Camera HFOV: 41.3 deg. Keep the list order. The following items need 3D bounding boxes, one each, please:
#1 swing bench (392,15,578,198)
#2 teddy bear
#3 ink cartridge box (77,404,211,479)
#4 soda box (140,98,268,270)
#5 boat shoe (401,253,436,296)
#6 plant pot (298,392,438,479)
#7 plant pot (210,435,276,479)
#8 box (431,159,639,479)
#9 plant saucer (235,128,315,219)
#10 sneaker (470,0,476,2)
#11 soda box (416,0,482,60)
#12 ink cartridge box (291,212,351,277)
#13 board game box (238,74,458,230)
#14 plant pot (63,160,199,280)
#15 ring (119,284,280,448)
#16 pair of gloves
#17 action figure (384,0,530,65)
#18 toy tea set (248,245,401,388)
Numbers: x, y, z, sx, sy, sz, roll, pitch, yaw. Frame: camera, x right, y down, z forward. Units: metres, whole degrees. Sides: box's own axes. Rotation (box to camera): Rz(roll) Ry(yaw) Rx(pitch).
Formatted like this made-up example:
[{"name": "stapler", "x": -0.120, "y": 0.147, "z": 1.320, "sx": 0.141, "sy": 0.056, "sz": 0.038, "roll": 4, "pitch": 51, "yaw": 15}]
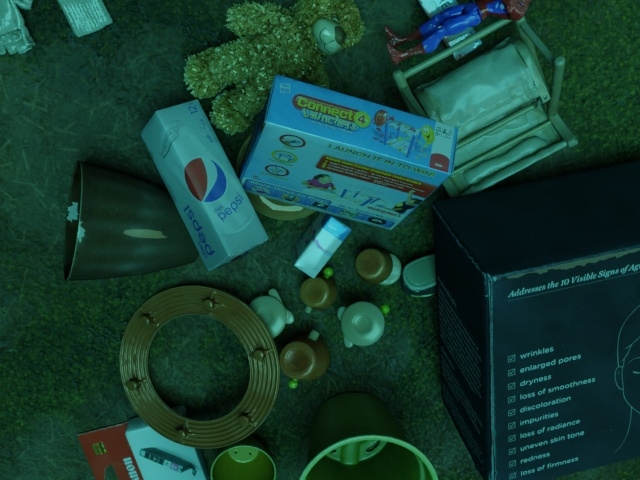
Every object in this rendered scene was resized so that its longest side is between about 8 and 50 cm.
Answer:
[{"name": "swing bench", "x": 0.299, "y": -0.233, "z": 1.523, "sx": 0.253, "sy": 0.165, "sz": 0.254, "roll": -28, "pitch": 145, "yaw": 4}, {"name": "teddy bear", "x": -0.077, "y": -0.320, "z": 1.502, "sx": 0.338, "sy": 0.113, "sz": 0.245, "roll": -16, "pitch": 113, "yaw": 1}, {"name": "ink cartridge box", "x": -0.363, "y": 0.504, "z": 1.805, "sx": 0.239, "sy": 0.060, "sz": 0.275, "roll": -16, "pitch": 111, "yaw": 0}, {"name": "soda box", "x": -0.208, "y": -0.098, "z": 1.506, "sx": 0.091, "sy": 0.098, "sz": 0.286, "roll": -24, "pitch": 86, "yaw": -35}, {"name": "boat shoe", "x": 0.267, "y": 0.055, "z": 1.692, "sx": 0.228, "sy": 0.068, "sz": 0.081, "roll": -14, "pitch": 66, "yaw": -10}, {"name": "plant pot", "x": 0.078, "y": 0.444, "z": 1.717, "sx": 0.276, "sy": 0.254, "sz": 0.276, "roll": -2, "pitch": 110, "yaw": -5}, {"name": "plant pot", "x": -0.161, "y": 0.463, "z": 1.787, "sx": 0.134, "sy": 0.095, "sz": 0.134, "roll": -1, "pitch": 110, "yaw": -4}, {"name": "box", "x": 0.481, "y": 0.147, "z": 1.567, "sx": 0.480, "sy": 0.297, "sz": 0.472, "roll": -11, "pitch": 121, "yaw": -8}, {"name": "plant saucer", "x": -0.062, "y": -0.130, "z": 1.611, "sx": 0.200, "sy": 0.037, "sz": 0.200, "roll": -2, "pitch": 111, "yaw": -4}, {"name": "sneaker", "x": 0.262, "y": -0.501, "z": 1.471, "sx": 0.084, "sy": 0.097, "sz": 0.234, "roll": -36, "pitch": 109, "yaw": 8}, {"name": "soda box", "x": 0.215, "y": -0.414, "z": 1.516, "sx": 0.058, "sy": 0.063, "sz": 0.183, "roll": -33, "pitch": 110, "yaw": 10}, {"name": "ink cartridge box", "x": 0.000, "y": 0.000, "z": 1.635, "sx": 0.052, "sy": 0.088, "sz": 0.122, "roll": 32, "pitch": 104, "yaw": -15}, {"name": "board game box", "x": 0.033, "y": -0.135, "z": 1.443, "sx": 0.308, "sy": 0.302, "sz": 0.086, "roll": 15, "pitch": 70, "yaw": -10}, {"name": "plant pot", "x": -0.337, "y": -0.025, "z": 1.553, "sx": 0.230, "sy": 0.215, "sz": 0.215, "roll": 6, "pitch": 110, "yaw": -22}, {"name": "ring", "x": -0.245, "y": 0.254, "z": 1.678, "sx": 0.336, "sy": 0.032, "sz": 0.336, "roll": 2, "pitch": 99, "yaw": 13}, {"name": "pair of gloves", "x": -0.502, "y": -0.434, "z": 1.460, "sx": 0.240, "sy": 0.042, "sz": 0.204, "roll": -14, "pitch": 111, "yaw": 1}, {"name": "action figure", "x": 0.234, "y": -0.404, "z": 1.418, "sx": 0.280, "sy": 0.091, "sz": 0.139, "roll": -16, "pitch": 133, "yaw": 14}, {"name": "toy tea set", "x": 0.025, "y": 0.147, "z": 1.700, "sx": 0.336, "sy": 0.124, "sz": 0.200, "roll": -29, "pitch": 80, "yaw": 9}]
